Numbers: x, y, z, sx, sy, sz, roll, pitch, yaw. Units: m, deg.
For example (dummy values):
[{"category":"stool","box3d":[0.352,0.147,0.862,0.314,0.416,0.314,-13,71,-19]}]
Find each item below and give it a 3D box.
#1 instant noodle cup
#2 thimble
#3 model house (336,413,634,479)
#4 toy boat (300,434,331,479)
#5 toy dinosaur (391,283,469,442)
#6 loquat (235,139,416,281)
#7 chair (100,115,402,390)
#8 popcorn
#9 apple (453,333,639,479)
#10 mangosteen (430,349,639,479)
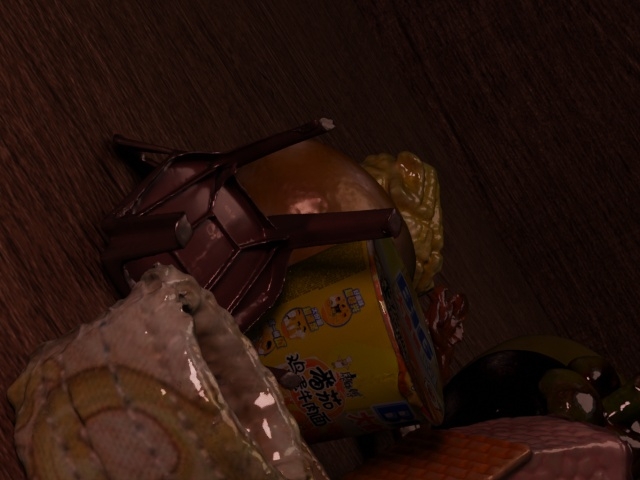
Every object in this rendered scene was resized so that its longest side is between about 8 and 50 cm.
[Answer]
[{"category":"instant noodle cup","box3d":[0.013,0.095,1.434,0.205,0.153,0.205,-17,90,-80]},{"category":"thimble","box3d":[-0.106,0.124,0.997,0.190,0.143,0.137,60,14,-3]},{"category":"model house","box3d":[0.147,0.294,1.490,0.237,0.202,0.237,0,95,-33]},{"category":"toy boat","box3d":[-0.040,0.202,1.260,0.188,0.061,0.116,58,15,-11]},{"category":"toy dinosaur","box3d":[0.077,0.162,1.690,0.208,0.097,0.432,51,36,-24]},{"category":"loquat","box3d":[0.000,0.000,1.590,0.227,0.179,0.179,46,13,1]},{"category":"chair","box3d":[-0.108,0.002,1.324,0.326,0.183,0.176,-5,-55,54]},{"category":"popcorn","box3d":[0.061,-0.010,1.853,0.187,0.185,0.167,65,37,-60]},{"category":"apple","box3d":[0.327,0.269,2.108,0.295,0.233,0.258,58,11,-8]},{"category":"mangosteen","box3d":[0.268,0.244,1.833,0.287,0.287,0.233,52,-6,-32]}]
